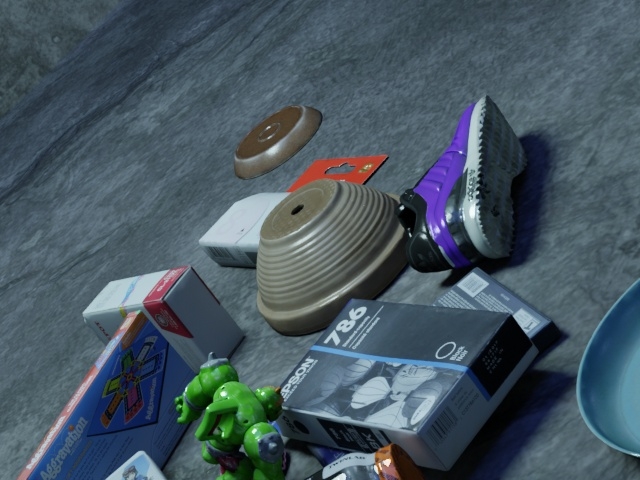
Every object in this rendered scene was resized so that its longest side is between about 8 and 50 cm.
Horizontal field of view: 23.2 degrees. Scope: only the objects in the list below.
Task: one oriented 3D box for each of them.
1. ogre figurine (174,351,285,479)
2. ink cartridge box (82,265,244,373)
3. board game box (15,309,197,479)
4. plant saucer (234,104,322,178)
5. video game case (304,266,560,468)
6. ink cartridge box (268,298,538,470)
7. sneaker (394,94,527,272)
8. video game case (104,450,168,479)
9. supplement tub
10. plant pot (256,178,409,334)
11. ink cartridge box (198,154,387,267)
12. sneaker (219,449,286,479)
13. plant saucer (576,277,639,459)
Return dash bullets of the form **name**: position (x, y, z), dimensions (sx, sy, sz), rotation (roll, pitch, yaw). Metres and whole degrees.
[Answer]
- **ogre figurine**: position (-0.087, 0.203, 1.619), dimensions (0.097, 0.118, 0.197), rotation (-1, 44, -17)
- **ink cartridge box**: position (-0.206, 0.110, 2.030), dimensions (0.175, 0.127, 0.072), rotation (-11, 34, 46)
- **board game box**: position (-0.241, 0.229, 1.838), dimensions (0.027, 0.145, 0.281), rotation (-15, 32, 40)
- **plant saucer**: position (-0.074, -0.163, 2.471), dimensions (0.168, 0.029, 0.168), rotation (-30, 25, 15)
- **video game case**: position (0.105, 0.148, 1.656), dimensions (0.274, 0.026, 0.196), rotation (-40, 24, -4)
- **ink cartridge box**: position (0.059, 0.141, 1.624), dimensions (0.165, 0.065, 0.333), rotation (-50, 26, -25)
- **sneaker**: position (0.156, -0.064, 1.874), dimensions (0.146, 0.102, 0.293), rotation (-25, 26, 28)
- **video game case**: position (-0.251, 0.402, 1.609), dimensions (0.329, 0.036, 0.300), rotation (-40, 35, -6)
- **supplement tub**: position (0.011, 0.273, 1.441), dimensions (0.190, 0.117, 0.117), rotation (-33, 24, 11)
- **plant pot**: position (0.000, 0.000, 1.968), dimensions (0.237, 0.109, 0.237), rotation (-31, 23, 15)
- **ink cartridge box**: position (-0.041, -0.057, 2.199), dimensions (0.189, 0.066, 0.232), rotation (1, 48, 56)
- **sneaker**: position (-0.082, 0.253, 1.684), dimensions (0.047, 0.057, 0.119), rotation (-16, 31, 46)
- **plant saucer**: position (0.374, 0.086, 1.369), dimensions (0.318, 0.043, 0.317), rotation (-30, 25, 16)
